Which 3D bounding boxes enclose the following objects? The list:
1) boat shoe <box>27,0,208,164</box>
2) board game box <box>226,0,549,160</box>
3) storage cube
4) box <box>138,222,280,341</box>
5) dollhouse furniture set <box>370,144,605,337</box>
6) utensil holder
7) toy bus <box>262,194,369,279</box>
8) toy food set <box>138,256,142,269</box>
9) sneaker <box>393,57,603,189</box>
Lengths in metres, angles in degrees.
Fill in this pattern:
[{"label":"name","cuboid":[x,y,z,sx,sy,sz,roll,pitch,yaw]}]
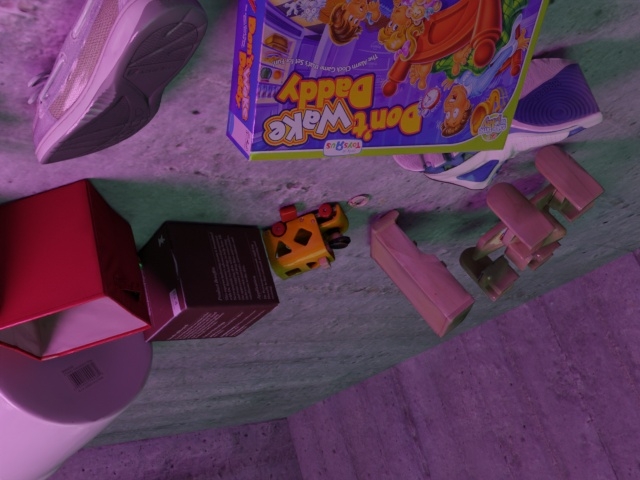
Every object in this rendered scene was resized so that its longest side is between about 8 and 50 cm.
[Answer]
[{"label":"boat shoe","cuboid":[-0.236,-0.185,0.704,0.118,0.103,0.320,-23,173,-43]},{"label":"board game box","cuboid":[0.080,-0.216,0.722,0.347,0.078,0.233,-6,123,-26]},{"label":"storage cube","cuboid":[-0.389,0.051,0.994,0.215,0.193,0.184,-18,158,-1]},{"label":"box","cuboid":[-0.217,0.080,1.221,0.203,0.168,0.167,3,151,-40]},{"label":"dollhouse furniture set","cuboid":[0.340,-0.017,1.437,0.394,0.256,0.362,-36,161,-11]},{"label":"utensil holder","cuboid":[-0.538,0.258,1.215,0.327,0.328,0.385,5,146,-43]},{"label":"toy bus","cuboid":[-0.010,0.006,1.285,0.191,0.104,0.202,-3,154,-32]},{"label":"toy food set","cuboid":[-0.366,0.043,1.181,0.083,0.020,0.082,31,121,-26]},{"label":"sneaker","cuboid":[0.287,-0.177,1.077,0.315,0.127,0.182,-17,163,18]}]
